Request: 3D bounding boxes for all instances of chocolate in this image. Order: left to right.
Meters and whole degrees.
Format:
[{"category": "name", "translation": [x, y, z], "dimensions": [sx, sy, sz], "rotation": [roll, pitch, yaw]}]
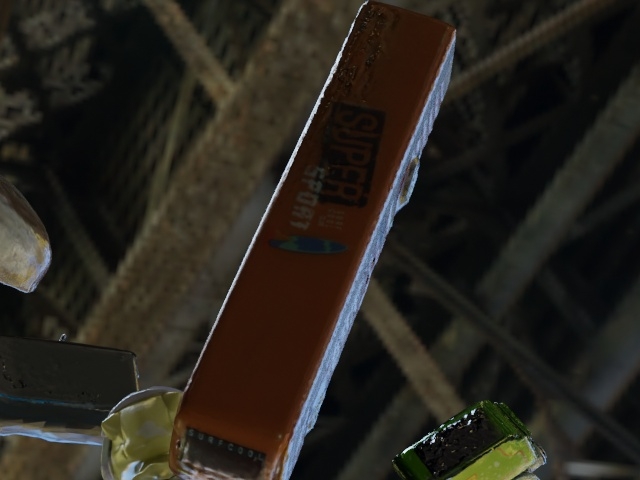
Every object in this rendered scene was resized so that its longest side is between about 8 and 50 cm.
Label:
[{"category": "chocolate", "translation": [-0.342, -0.051, 1.689], "dimensions": [0.080, 0.254, 0.157], "rotation": [-56, -146, 7]}]

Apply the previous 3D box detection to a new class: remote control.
[{"category": "remote control", "translation": [-0.386, 0.156, 2.183], "dimensions": [0.062, 0.399, 0.144], "rotation": [-50, -139, 43]}]

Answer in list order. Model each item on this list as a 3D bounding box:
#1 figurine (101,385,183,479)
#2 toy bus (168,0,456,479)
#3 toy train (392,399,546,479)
[{"category": "figurine", "translation": [-0.140, 0.229, 1.770], "dimensions": [0.128, 0.208, 0.183], "rotation": [-24, -88, 0]}, {"category": "toy bus", "translation": [0.000, 0.000, 1.376], "dimensions": [0.092, 0.093, 0.408], "rotation": [97, 13, -57]}, {"category": "toy train", "translation": [0.062, 0.187, 1.286], "dimensions": [0.202, 0.081, 0.060], "rotation": [-33, -141, -7]}]
